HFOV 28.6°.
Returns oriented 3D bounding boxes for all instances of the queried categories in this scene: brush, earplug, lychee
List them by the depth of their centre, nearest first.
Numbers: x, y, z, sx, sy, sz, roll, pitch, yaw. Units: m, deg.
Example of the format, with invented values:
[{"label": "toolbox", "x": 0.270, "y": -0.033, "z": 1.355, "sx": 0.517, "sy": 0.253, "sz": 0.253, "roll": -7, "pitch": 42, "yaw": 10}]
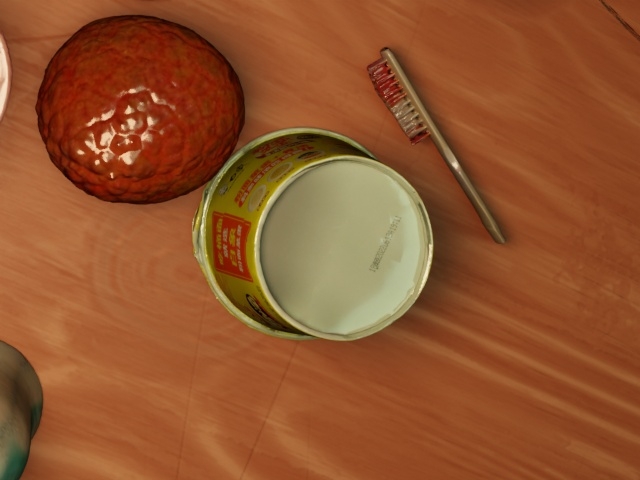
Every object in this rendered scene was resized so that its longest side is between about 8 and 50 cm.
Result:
[{"label": "earplug", "x": -0.425, "y": 0.231, "z": 1.506, "sx": 0.185, "sy": 0.324, "sz": 0.185, "roll": -1, "pitch": 96, "yaw": -13}, {"label": "lychee", "x": -0.219, "y": -0.170, "z": 1.573, "sx": 0.255, "sy": 0.255, "sz": 0.300, "roll": 31, "pitch": 54, "yaw": -15}, {"label": "brush", "x": 0.161, "y": -0.124, "z": 1.760, "sx": 0.050, "sy": 0.060, "sz": 0.321, "roll": -33, "pitch": 102, "yaw": 4}]

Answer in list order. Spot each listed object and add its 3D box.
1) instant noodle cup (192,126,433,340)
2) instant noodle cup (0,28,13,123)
[{"label": "instant noodle cup", "x": 0.000, "y": 0.000, "z": 1.645, "sx": 0.311, "sy": 0.221, "sz": 0.311, "roll": -1, "pitch": 95, "yaw": -14}, {"label": "instant noodle cup", "x": -0.492, "y": -0.193, "z": 1.496, "sx": 0.243, "sy": 0.231, "sz": 0.243, "roll": -1, "pitch": 95, "yaw": -14}]
